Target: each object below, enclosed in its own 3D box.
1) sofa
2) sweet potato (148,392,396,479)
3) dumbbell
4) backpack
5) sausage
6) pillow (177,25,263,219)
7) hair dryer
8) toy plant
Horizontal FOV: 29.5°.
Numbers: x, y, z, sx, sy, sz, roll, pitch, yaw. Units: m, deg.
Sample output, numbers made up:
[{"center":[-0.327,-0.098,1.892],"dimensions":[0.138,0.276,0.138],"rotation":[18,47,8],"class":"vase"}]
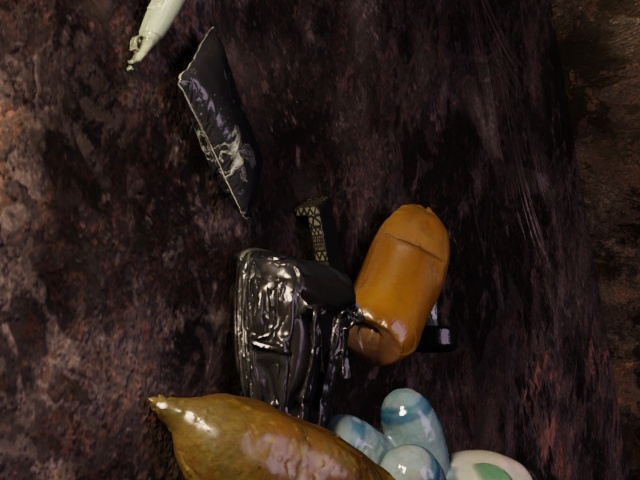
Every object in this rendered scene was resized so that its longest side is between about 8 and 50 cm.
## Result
[{"center":[0.000,0.000,1.753],"dimensions":[0.060,0.039,0.118],"rotation":[-43,123,-63],"class":"sofa"},{"center":[-0.048,0.272,1.397],"dimensions":[0.369,0.157,0.158],"rotation":[35,52,-40],"class":"sweet potato"},{"center":[0.184,0.094,2.084],"dimensions":[0.100,0.100,0.191],"rotation":[26,63,-63],"class":"dumbbell"},{"center":[-0.032,0.142,1.555],"dimensions":[0.206,0.133,0.258],"rotation":[15,78,-62],"class":"backpack"},{"center":[0.127,0.060,1.928],"dimensions":[0.354,0.134,0.116],"rotation":[-59,172,-54],"class":"sausage"},{"center":[-0.117,-0.140,1.488],"dimensions":[0.141,0.055,0.208],"rotation":[-74,150,-53],"class":"pillow"},{"center":[-0.192,-0.303,1.368],"dimensions":[0.206,0.075,0.237],"rotation":[42,55,-48],"class":"hair dryer"},{"center":[0.119,0.340,1.692],"dimensions":[0.332,0.247,0.247],"rotation":[35,46,-20],"class":"toy plant"}]
